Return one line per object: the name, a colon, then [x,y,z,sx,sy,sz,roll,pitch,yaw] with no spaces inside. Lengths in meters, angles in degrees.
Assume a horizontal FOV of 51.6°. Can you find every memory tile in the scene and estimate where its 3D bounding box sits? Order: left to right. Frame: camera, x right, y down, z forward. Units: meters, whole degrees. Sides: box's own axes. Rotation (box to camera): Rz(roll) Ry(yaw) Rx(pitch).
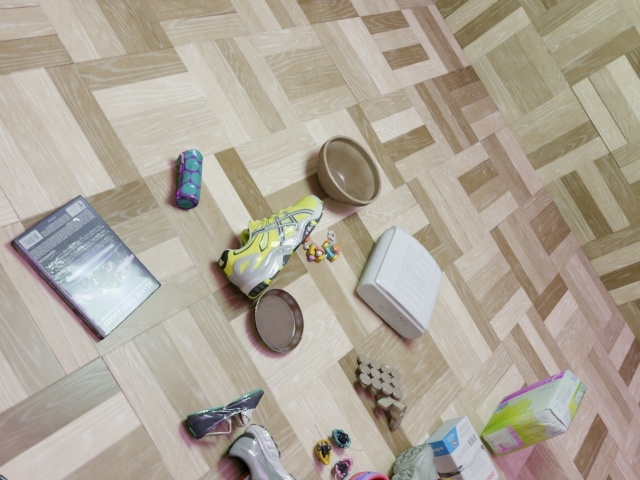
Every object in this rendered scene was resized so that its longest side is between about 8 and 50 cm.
memory tile: [0.168,0.383,1.864,0.148,0.012,0.113,27,32,-19]

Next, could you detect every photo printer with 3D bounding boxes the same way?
photo printer: [0.258,0.116,2.068,0.256,0.107,0.307,43,44,-17]

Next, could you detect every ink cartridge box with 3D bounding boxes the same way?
ink cartridge box: [0.410,0.639,1.927,0.148,0.086,0.203,-24,85,-48]

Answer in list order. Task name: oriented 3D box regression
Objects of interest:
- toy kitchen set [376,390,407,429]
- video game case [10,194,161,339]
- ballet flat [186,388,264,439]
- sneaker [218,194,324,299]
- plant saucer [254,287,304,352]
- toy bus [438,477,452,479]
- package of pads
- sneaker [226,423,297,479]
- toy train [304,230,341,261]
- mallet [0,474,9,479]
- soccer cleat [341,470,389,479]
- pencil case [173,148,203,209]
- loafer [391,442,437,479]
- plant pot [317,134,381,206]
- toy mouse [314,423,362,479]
toy kitchen set: [0.182,0.476,1.846,0.083,0.075,0.068,31,27,30]
video game case: [-0.501,0.054,1.443,0.274,0.026,0.196,51,42,-10]
ballet flat: [-0.206,0.396,1.494,0.203,0.074,0.074,-12,76,-40]
sneaker: [-0.118,-0.019,1.751,0.147,0.145,0.384,38,46,-1]
plant saucer: [-0.111,0.207,1.710,0.169,0.029,0.168,21,61,-42]
toy bus: [0.284,0.712,1.746,0.191,0.202,0.104,-34,123,-55]
package of pads: [0.658,0.540,2.063,0.101,0.296,0.229,51,42,3]
sneaker: [-0.115,0.551,1.483,0.108,0.100,0.271,-31,86,-36]
toy train: [0.000,0.000,1.935,0.166,0.046,0.125,7,63,-41]
mallet: [-0.504,0.486,1.188,0.190,0.062,0.039,37,43,-2]
soccer cleat: [0.059,0.668,1.552,0.108,0.116,0.318,52,42,-8]
pencil case: [-0.337,-0.157,1.691,0.070,0.065,0.151,34,45,-47]
loafer: [0.249,0.621,1.714,0.111,0.112,0.319,65,18,2]
plant pot: [0.070,-0.200,2.071,0.237,0.110,0.237,22,52,-33]
toy mouse: [0.046,0.539,1.678,0.143,0.031,0.160,5,64,-42]
